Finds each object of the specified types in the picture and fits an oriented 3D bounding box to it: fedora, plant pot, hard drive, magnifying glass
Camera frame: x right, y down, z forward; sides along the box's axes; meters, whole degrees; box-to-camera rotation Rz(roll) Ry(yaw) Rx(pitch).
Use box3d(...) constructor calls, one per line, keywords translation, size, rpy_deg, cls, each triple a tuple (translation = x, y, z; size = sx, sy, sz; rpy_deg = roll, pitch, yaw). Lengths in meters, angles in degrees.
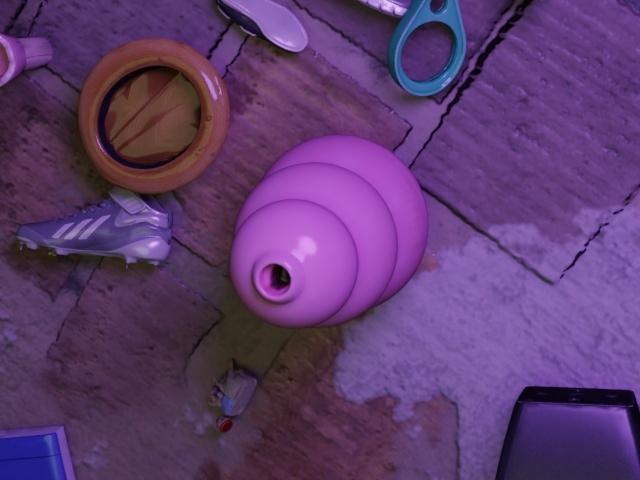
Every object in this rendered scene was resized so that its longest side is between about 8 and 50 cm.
box3d(translation=(-0.196, -0.151, 1.398), size=(0.194, 0.079, 0.194), rpy_deg=(2, 99, 10), cls="fedora")
box3d(translation=(0.292, 0.257, 1.316), size=(0.188, 0.187, 0.167), rpy_deg=(1, 92, 15), cls="plant pot")
box3d(translation=(-0.424, 0.422, 1.618), size=(0.210, 0.040, 0.318), rpy_deg=(-7, 101, 17), cls="hard drive")
box3d(translation=(0.129, -0.269, 1.270), size=(0.092, 0.026, 0.231), rpy_deg=(-4, 117, -26), cls="magnifying glass")

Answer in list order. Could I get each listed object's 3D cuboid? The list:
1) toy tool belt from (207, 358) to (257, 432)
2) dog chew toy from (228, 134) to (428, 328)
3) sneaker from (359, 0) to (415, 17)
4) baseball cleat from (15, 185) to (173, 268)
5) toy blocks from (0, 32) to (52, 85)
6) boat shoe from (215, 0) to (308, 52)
box3d(translation=(-0.119, 0.198, 1.483), size=(0.051, 0.052, 0.083), rpy_deg=(40, 110, 37), cls="toy tool belt")
box3d(translation=(0.000, 0.000, 1.246), size=(0.207, 0.332, 0.206), rpy_deg=(3, 103, 14), cls="dog chew toy")
box3d(translation=(0.054, -0.305, 1.304), size=(0.166, 0.065, 0.076), rpy_deg=(27, 102, 5), cls="sneaker")
box3d(translation=(-0.283, -0.026, 1.468), size=(0.206, 0.072, 0.109), rpy_deg=(7, 91, 9), cls="baseball cleat")
box3d(translation=(-0.549, -0.204, 1.386), size=(0.309, 0.260, 0.288), rpy_deg=(40, 110, 3), cls="toy blocks")
box3d(translation=(-0.071, -0.258, 1.360), size=(0.125, 0.038, 0.046), rpy_deg=(33, 68, 0), cls="boat shoe")
